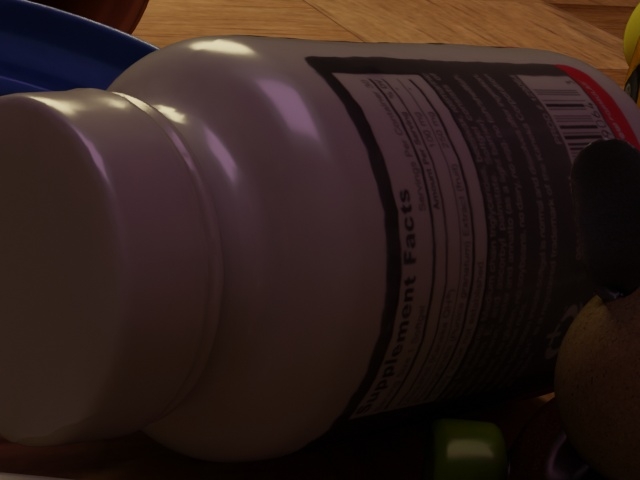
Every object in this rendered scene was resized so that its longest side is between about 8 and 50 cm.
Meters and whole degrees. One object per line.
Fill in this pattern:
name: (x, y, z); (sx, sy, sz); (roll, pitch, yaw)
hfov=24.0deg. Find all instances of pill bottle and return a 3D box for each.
pill bottle: (0.000, 0.000, 0.657); (0.318, 0.176, 0.176); (-5, 22, -45)

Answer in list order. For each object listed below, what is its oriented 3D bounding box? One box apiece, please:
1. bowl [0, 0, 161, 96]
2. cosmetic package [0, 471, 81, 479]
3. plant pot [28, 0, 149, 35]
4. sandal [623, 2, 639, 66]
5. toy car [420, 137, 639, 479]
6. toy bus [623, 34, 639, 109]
bowl: (-0.217, -0.047, 0.831); (0.391, 0.077, 0.391); (13, 25, -6)
cosmetic package: (-0.085, 0.134, 0.410); (0.238, 0.107, 0.127); (8, 22, -5)
plant pot: (-0.287, -0.238, 1.169); (0.291, 0.291, 0.203); (-2, 4, -21)
sandal: (0.436, -0.146, 1.352); (0.317, 0.126, 0.138); (-1, 36, -12)
toy car: (0.128, 0.054, 0.566); (0.155, 0.188, 0.149); (6, 20, -3)
toy bus: (0.236, -0.038, 0.858); (0.108, 0.130, 0.333); (12, 40, 2)
